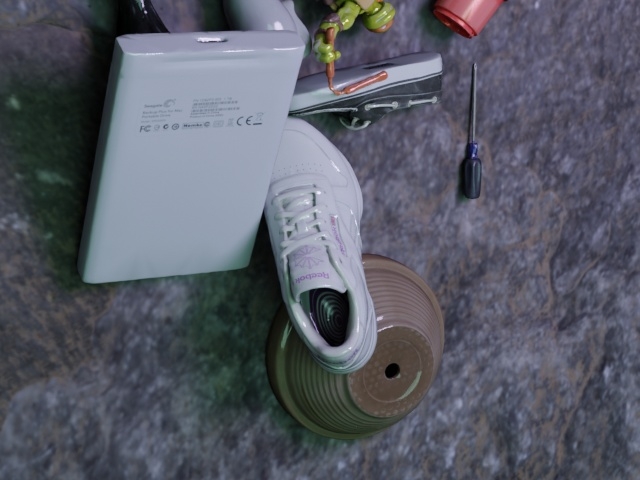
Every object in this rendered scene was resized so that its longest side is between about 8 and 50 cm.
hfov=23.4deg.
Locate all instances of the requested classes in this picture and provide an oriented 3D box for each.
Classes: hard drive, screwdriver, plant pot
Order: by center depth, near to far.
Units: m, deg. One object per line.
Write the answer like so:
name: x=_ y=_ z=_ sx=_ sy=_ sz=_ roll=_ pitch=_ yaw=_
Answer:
hard drive: x=-0.144 y=-0.087 z=1.678 sx=0.203 sy=0.040 sz=0.307 roll=-5 pitch=133 yaw=-26
plant pot: x=0.063 y=0.141 z=1.885 sx=0.237 sy=0.110 sz=0.237 roll=-8 pitch=107 yaw=-26
screwdriver: x=0.192 y=-0.136 z=1.926 sx=0.025 sy=0.024 sz=0.169 roll=-8 pitch=103 yaw=-56

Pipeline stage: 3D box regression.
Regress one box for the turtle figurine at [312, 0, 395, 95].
turtle figurine: x=0.034 y=-0.315 z=1.753 sx=0.269 sy=0.087 sz=0.217 roll=-55 pitch=127 yaw=-24

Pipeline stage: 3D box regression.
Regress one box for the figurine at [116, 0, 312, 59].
figurine: x=-0.134 y=-0.268 z=1.686 sx=0.215 sy=0.092 sz=0.209 roll=-23 pitch=109 yaw=-20

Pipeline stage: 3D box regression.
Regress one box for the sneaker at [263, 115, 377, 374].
sneaker: x=0.000 y=0.000 z=1.751 sx=0.114 sy=0.152 sz=0.305 roll=-17 pitch=84 yaw=5

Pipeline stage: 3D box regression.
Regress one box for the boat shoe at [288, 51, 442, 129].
boat shoe: x=0.051 y=-0.166 z=1.809 sx=0.219 sy=0.078 sz=0.070 roll=-15 pitch=109 yaw=-25

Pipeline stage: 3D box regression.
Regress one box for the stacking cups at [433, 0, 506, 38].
stacking cups: x=0.249 y=-0.383 z=1.851 sx=0.096 sy=0.096 sz=0.316 roll=35 pitch=92 yaw=-30
